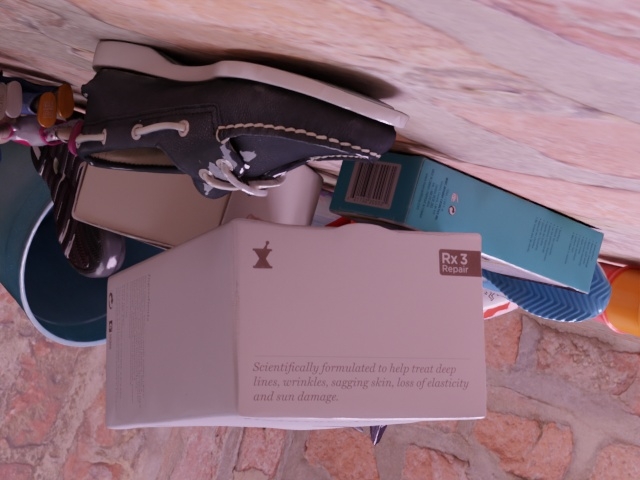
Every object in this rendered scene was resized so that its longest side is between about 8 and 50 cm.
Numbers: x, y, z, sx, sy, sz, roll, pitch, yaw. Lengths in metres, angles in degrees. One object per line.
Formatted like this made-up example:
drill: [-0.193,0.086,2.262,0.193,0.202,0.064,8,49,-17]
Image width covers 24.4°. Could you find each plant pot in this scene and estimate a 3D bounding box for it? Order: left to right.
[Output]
plant pot: [-0.351,-0.033,2.004,0.255,0.272,0.271,32,-172,40]

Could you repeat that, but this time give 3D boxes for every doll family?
doll family: [-0.339,-0.138,1.450,0.163,0.118,0.263,9,-168,26]

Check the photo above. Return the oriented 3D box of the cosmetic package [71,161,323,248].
cosmetic package: [-0.112,-0.045,1.475,0.153,0.129,0.296,16,177,16]

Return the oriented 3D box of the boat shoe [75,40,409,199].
boat shoe: [-0.062,-0.072,1.006,0.114,0.091,0.302,18,177,-38]

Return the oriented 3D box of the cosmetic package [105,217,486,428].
cosmetic package: [-0.038,0.085,1.272,0.217,0.156,0.385,3,172,-21]

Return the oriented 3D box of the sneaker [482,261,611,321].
sneaker: [0.182,0.013,1.466,0.228,0.087,0.092,23,-174,18]

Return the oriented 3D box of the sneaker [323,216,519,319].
sneaker: [0.121,0.013,1.594,0.270,0.145,0.090,-15,-154,14]

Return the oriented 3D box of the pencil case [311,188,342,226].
pencil case: [-0.006,-0.011,1.732,0.273,0.113,0.124,17,152,8]

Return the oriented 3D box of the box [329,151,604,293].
box: [0.132,-0.016,1.293,0.244,0.060,0.100,19,176,-41]

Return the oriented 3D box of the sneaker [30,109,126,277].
sneaker: [-0.209,-0.061,1.612,0.162,0.106,0.281,5,-145,-28]

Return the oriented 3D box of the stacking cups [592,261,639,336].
stacking cups: [0.364,0.077,1.478,0.096,0.096,0.316,18,178,-33]

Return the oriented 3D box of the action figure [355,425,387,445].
action figure: [-0.043,0.105,1.559,0.285,0.099,0.185,21,-154,16]
